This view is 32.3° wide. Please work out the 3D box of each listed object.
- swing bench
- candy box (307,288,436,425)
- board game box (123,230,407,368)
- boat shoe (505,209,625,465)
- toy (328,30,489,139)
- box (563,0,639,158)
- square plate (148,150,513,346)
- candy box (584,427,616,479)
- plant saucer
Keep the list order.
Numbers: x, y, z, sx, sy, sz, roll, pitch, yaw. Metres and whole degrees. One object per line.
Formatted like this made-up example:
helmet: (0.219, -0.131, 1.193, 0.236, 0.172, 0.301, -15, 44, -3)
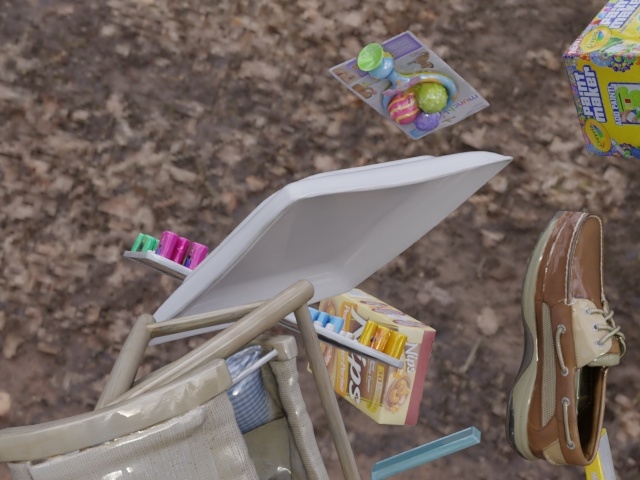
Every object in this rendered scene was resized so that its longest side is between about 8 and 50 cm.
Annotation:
swing bench: (-0.079, 0.198, 0.829, 0.165, 0.253, 0.255, -13, 13, 19)
candy box: (0.090, 0.211, 2.103, 0.087, 0.183, 0.316, 7, 9, -26)
board game box: (-0.095, 0.082, 1.678, 0.390, 0.050, 0.390, 25, -6, -13)
boat shoe: (0.323, 0.126, 1.378, 0.120, 0.324, 0.122, 13, 10, 44)
toy: (0.135, -0.206, 1.612, 0.237, 0.137, 0.056, 34, 43, -45)
box: (0.543, -0.260, 1.550, 0.279, 0.177, 0.290, 8, 44, 41)
square plate: (0.000, 0.000, 1.262, 0.347, 0.344, 0.049, -13, 69, -43)
candy box: (0.380, 0.359, 1.460, 0.027, 0.206, 0.105, -12, -5, 19)
plant saucer: (0.170, 0.348, 1.808, 0.067, 0.192, 0.018, -34, 101, -80)
